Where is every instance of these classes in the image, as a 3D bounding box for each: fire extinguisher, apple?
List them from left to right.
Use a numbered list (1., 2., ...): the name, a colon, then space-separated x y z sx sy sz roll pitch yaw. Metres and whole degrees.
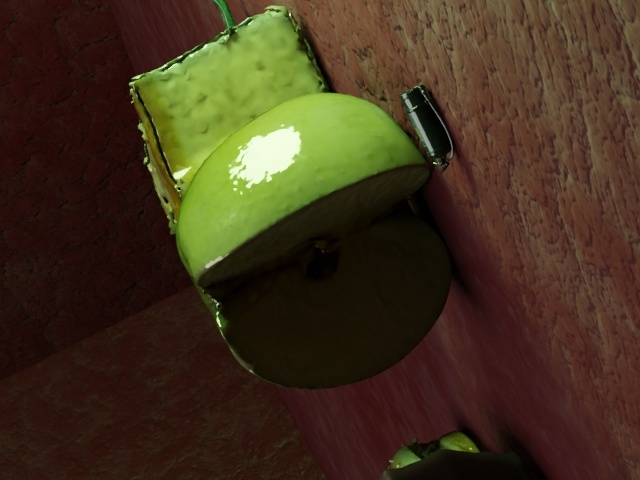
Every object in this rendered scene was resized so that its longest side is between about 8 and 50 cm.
1. apple: -0.017 -0.011 1.625 0.233 0.258 0.295 54 167 49
2. fire extinguisher: 0.102 -0.101 1.439 0.038 0.025 0.083 -13 104 57

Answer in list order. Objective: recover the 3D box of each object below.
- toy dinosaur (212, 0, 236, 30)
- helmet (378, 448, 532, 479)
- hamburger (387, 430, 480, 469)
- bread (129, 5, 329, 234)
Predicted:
1. toy dinosaur: -0.036 -0.105 2.091 0.447 0.087 0.301 58 163 19
2. helmet: 0.130 0.395 1.782 0.271 0.197 0.338 103 179 -83
3. hamburger: 0.176 0.352 2.012 0.215 0.122 0.189 64 170 -18
4. bread: -0.067 -0.070 1.818 0.315 0.248 0.279 55 170 26
